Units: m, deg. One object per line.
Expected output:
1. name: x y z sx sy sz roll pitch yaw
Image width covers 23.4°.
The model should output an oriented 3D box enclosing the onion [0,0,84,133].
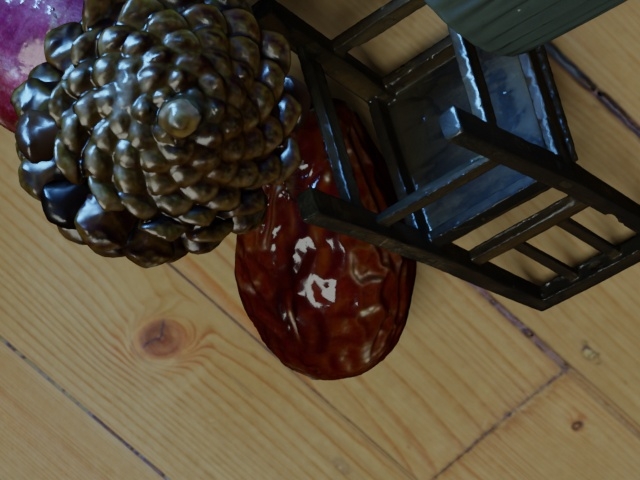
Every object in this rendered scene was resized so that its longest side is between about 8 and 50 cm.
1. onion: -0.220 -0.192 1.537 0.230 0.256 0.272 39 152 12

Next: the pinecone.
1. pinecone: -0.153 -0.097 1.338 0.264 0.264 0.264 7 119 14

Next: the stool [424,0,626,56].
1. stool: 0.232 -0.340 1.303 0.330 0.297 0.297 -32 104 34

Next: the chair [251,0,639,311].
1. chair: 0.151 -0.110 1.514 0.203 0.416 0.241 -31 60 28

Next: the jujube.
1. jujube: 0.000 0.000 1.600 0.197 0.197 0.290 -4 102 19
